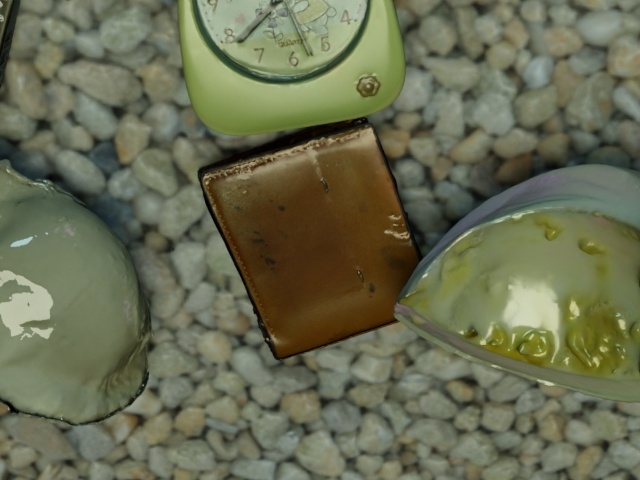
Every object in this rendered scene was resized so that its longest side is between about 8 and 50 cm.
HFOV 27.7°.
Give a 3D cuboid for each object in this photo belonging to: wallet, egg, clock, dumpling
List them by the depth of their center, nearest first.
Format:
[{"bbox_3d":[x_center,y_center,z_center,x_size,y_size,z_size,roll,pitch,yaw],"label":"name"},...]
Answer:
[{"bbox_3d":[-0.030,-0.200,0.986,0.170,0.069,0.232,-8,114,4],"label":"clock"},{"bbox_3d":[0.216,0.024,1.046,0.271,0.162,0.206,5,158,33],"label":"egg"},{"bbox_3d":[-0.235,0.056,1.053,0.142,0.172,0.247,-20,119,37],"label":"dumpling"},{"bbox_3d":[0.001,-0.002,1.098,0.161,0.042,0.195,-18,116,13],"label":"wallet"}]

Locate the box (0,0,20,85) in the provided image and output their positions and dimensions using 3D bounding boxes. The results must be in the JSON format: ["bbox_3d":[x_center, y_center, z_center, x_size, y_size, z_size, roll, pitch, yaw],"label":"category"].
[{"bbox_3d":[-0.365,-0.081,1.052,0.180,0.047,0.325,17,113,-8],"label":"box"}]
